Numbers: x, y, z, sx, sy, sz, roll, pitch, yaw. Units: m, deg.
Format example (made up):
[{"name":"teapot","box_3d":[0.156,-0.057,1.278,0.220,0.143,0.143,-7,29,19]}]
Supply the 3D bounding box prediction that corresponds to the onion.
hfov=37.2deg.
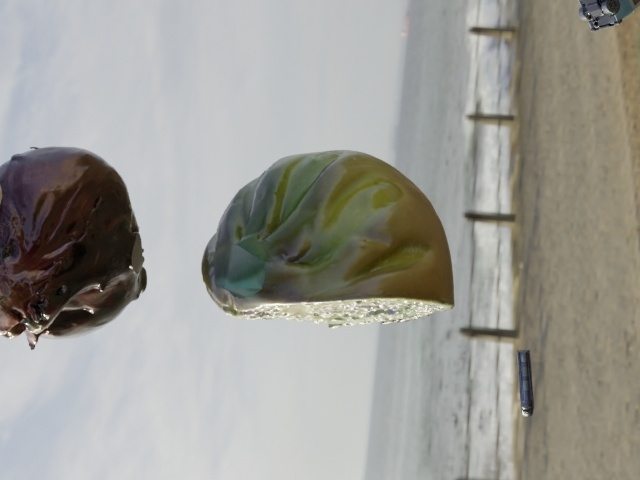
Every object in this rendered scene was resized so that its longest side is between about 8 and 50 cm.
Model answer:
[{"name":"onion","box_3d":[-0.335,0.015,1.225,0.281,0.221,0.280,2,-90,-88]}]

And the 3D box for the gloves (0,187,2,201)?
[{"name":"gloves","box_3d":[-0.362,0.004,0.709,0.203,0.155,0.356,-40,-2,1]}]

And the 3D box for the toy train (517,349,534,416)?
[{"name":"toy train","box_3d":[0.250,0.175,1.159,0.017,0.017,0.083,-26,-69,-78]}]

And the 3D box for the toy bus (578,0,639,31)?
[{"name":"toy bus","box_3d":[0.368,-0.346,1.244,0.123,0.075,0.060,61,161,-13]}]

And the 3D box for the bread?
[{"name":"bread","box_3d":[-0.008,-0.006,0.823,0.261,0.158,0.156,-14,71,47]}]
